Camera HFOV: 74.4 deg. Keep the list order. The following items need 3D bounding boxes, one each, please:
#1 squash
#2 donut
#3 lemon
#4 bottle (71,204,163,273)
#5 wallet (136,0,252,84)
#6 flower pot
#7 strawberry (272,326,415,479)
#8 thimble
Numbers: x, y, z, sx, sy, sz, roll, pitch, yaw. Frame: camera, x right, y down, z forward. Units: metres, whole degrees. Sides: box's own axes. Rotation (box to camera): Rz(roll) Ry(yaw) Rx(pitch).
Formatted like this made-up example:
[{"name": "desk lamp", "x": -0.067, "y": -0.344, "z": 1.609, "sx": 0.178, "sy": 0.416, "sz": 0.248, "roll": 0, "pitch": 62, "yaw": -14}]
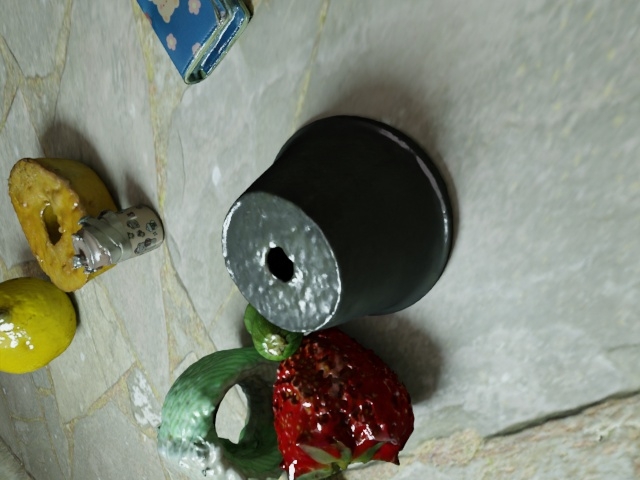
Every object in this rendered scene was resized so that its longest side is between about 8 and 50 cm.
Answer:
[{"name": "squash", "x": -0.068, "y": 0.115, "z": 0.597, "sx": 0.068, "sy": 0.077, "sz": 0.219, "roll": 39, "pitch": 168, "yaw": -11}, {"name": "donut", "x": -0.510, "y": -0.041, "z": 0.861, "sx": 0.278, "sy": 0.108, "sz": 0.277, "roll": 14, "pitch": 117, "yaw": 30}, {"name": "lemon", "x": -0.753, "y": 0.219, "z": 1.075, "sx": 0.228, "sy": 0.228, "sz": 0.253, "roll": 33, "pitch": 126, "yaw": 19}, {"name": "bottle", "x": -0.368, "y": -0.005, "z": 0.750, "sx": 0.099, "sy": 0.152, "sz": 0.099, "roll": 15, "pitch": 117, "yaw": 31}, {"name": "wallet", "x": -0.187, "y": -0.329, "z": 0.541, "sx": 0.141, "sy": 0.059, "sz": 0.202, "roll": -31, "pitch": 90, "yaw": 38}, {"name": "flower pot", "x": 0.000, "y": 0.000, "z": 0.488, "sx": 0.269, "sy": 0.166, "sz": 0.269, "roll": 14, "pitch": 118, "yaw": 28}, {"name": "strawberry", "x": 0.021, "y": 0.213, "z": 0.573, "sx": 0.187, "sy": 0.184, "sz": 0.201, "roll": -47, "pitch": 52, "yaw": 43}, {"name": "thimble", "x": -0.137, "y": 0.280, "z": 0.670, "sx": 0.150, "sy": 0.219, "sz": 0.219, "roll": -20, "pitch": 98, "yaw": 40}]
